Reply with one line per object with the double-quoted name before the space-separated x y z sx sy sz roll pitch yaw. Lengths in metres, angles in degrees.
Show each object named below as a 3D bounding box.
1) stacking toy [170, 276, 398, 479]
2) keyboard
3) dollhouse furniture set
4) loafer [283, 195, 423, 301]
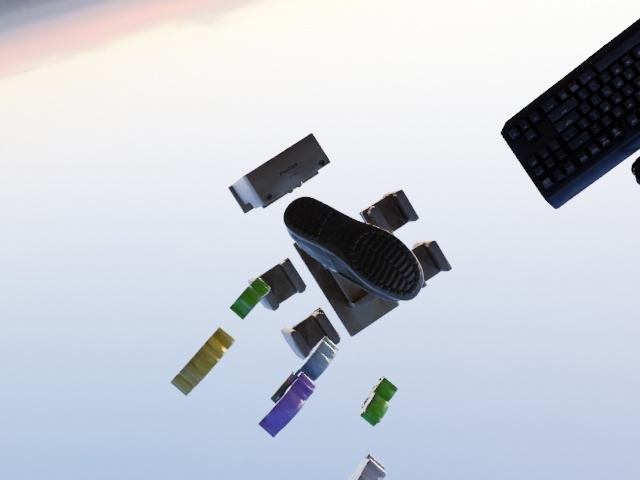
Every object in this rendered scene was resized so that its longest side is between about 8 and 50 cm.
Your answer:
"stacking toy" -0.014 0.113 0.816 0.052 0.167 0.221 -49 -178 20
"keyboard" 0.222 -0.095 0.700 0.180 0.108 0.023 -39 156 20
"dollhouse furniture set" 0.000 0.000 1.269 0.212 0.242 0.161 -33 -175 -10
"loafer" 0.032 0.009 0.949 0.056 0.148 0.050 -52 170 -16
